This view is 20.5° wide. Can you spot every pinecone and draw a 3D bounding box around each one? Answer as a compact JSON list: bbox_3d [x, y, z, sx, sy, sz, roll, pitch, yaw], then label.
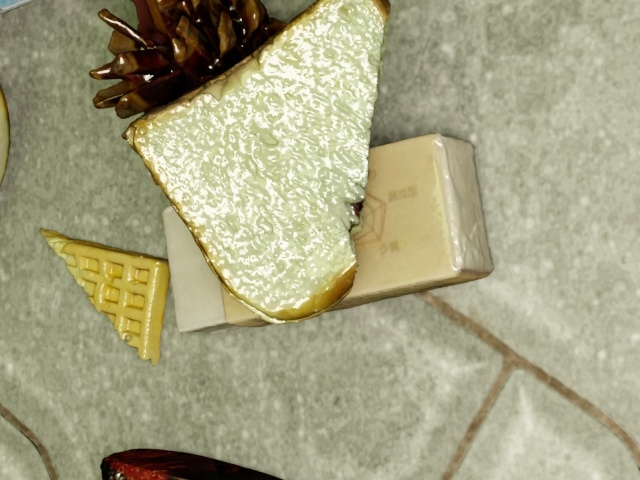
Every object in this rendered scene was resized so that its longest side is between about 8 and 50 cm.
[{"bbox_3d":[-0.131,-0.174,1.802,0.229,0.201,0.202,23,94,49],"label":"pinecone"}]

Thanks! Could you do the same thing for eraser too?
[{"bbox_3d":[0.000,0.000,1.780,0.343,0.078,0.144,-13,80,31],"label":"eraser"}]

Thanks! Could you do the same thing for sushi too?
[{"bbox_3d":[-0.124,0.294,1.812,0.225,0.136,0.126,11,96,24],"label":"sushi"}]

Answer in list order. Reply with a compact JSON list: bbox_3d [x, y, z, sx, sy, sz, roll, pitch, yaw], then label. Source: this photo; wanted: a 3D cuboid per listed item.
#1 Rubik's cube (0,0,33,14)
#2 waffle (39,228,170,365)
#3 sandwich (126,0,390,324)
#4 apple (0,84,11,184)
[{"bbox_3d":[-0.422,-0.366,1.947,0.319,0.319,0.264,-52,37,19],"label":"Rubik's cube"},{"bbox_3d":[-0.251,0.061,1.963,0.191,0.032,0.125,10,95,34],"label":"waffle"},{"bbox_3d":[-0.007,-0.081,1.664,0.288,0.099,0.254,-37,90,9],"label":"sandwich"},{"bbox_3d":[-0.449,-0.099,2.041,0.193,0.120,0.265,30,101,42],"label":"apple"}]
